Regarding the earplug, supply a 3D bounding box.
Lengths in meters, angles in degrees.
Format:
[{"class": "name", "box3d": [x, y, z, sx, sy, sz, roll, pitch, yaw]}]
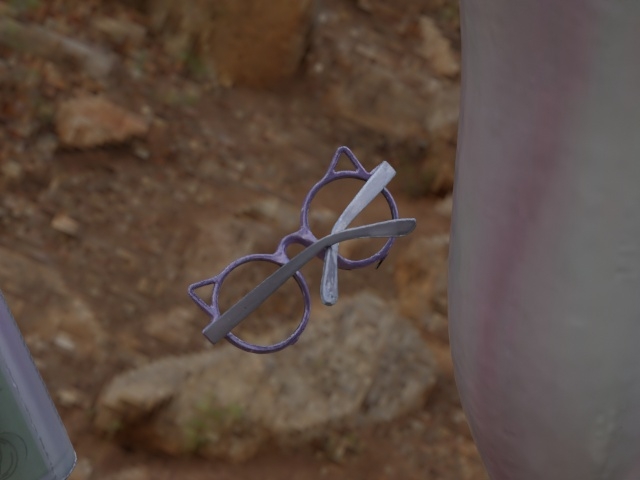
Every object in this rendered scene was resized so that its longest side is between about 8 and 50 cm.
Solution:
[{"class": "earplug", "box3d": [0.130, -0.007, 0.866, 0.172, 0.301, 0.172, 4, 20, -1]}]

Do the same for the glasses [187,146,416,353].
[{"class": "glasses", "box3d": [0.000, 0.000, 0.968, 0.062, 0.140, 0.104, 47, -16, 1]}]

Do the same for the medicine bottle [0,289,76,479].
[{"class": "medicine bottle", "box3d": [-0.153, 0.010, 0.703, 0.057, 0.057, 0.199, -134, -158, -68]}]
